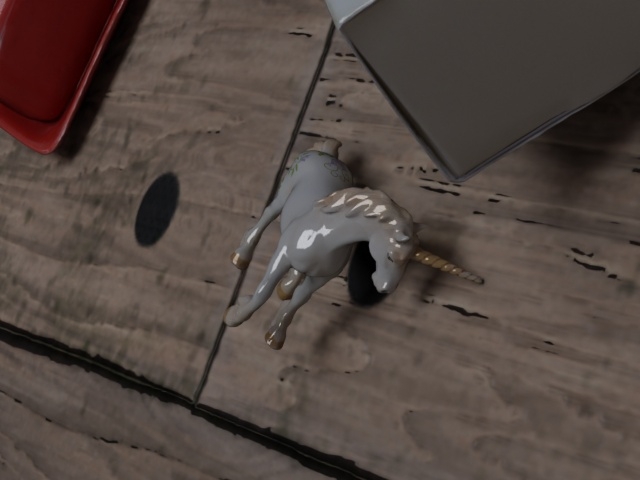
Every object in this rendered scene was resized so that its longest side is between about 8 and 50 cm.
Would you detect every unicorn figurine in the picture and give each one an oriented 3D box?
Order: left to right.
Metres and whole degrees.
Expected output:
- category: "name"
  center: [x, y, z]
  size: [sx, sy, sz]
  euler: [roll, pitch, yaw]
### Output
- category: "unicorn figurine"
  center: [0.000, 0.000, 0.941]
  size: [0.111, 0.060, 0.162]
  euler: [-52, 34, 24]

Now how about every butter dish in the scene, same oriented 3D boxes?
- category: "butter dish"
  center: [-0.214, -0.159, 1.314]
  size: [0.160, 0.118, 0.160]
  euler: [-64, 31, 4]

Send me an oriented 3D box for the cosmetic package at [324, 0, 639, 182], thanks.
- category: "cosmetic package"
  center: [0.056, -0.190, 0.875]
  size: [0.160, 0.113, 0.309]
  euler: [-33, 42, 9]
